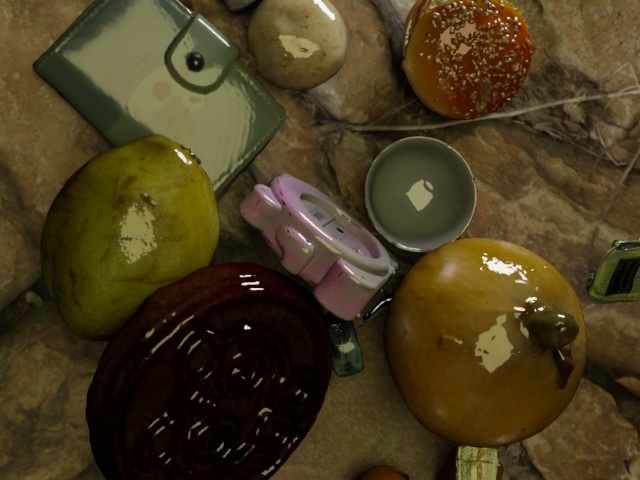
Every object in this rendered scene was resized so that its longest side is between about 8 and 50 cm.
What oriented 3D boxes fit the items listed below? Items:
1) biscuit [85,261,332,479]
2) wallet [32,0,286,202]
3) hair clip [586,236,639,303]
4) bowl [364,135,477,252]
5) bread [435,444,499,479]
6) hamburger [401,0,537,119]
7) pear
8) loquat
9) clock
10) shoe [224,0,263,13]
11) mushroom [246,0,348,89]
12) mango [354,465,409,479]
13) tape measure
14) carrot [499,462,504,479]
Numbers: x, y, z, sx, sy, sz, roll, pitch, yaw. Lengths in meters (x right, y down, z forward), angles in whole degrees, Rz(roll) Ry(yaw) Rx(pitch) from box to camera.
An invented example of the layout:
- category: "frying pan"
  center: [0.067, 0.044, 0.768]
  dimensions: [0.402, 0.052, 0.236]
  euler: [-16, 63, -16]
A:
- category: "biscuit"
  center: [-0.147, 0.228, 1.600]
  dimensions: [0.407, 0.091, 0.407]
  euler: [-21, 125, -32]
- category: "wallet"
  center: [-0.241, -0.239, 1.721]
  dimensions: [0.360, 0.083, 0.252]
  euler: [43, 86, -8]
- category: "hair clip"
  center: [0.611, 0.044, 1.873]
  dimensions: [0.322, 0.138, 0.091]
  euler: [4, 43, -10]
- category: "bowl"
  center: [0.156, -0.072, 1.788]
  dimensions: [0.189, 0.086, 0.189]
  euler: [0, 88, -10]
- category: "bread"
  center: [0.235, 0.367, 1.761]
  dimensions: [0.074, 0.139, 0.084]
  euler: [4, 83, -8]
- category: "hamburger"
  center: [0.235, -0.309, 1.784]
  dimensions: [0.237, 0.147, 0.236]
  euler: [0, 91, -10]
- category: "pear"
  center: [-0.278, -0.002, 1.606]
  dimensions: [0.269, 0.269, 0.321]
  euler: [32, 104, -8]
- category: "loquat"
  center: [0.264, 0.154, 1.666]
  dimensions: [0.329, 0.359, 0.328]
  euler: [5, 78, -25]
- category: "clock"
  center: [0.000, 0.000, 1.687]
  dimensions: [0.248, 0.227, 0.090]
  euler: [41, 108, 5]
- category: "shoe"
  center: [-0.074, -0.479, 1.756]
  dimensions: [0.245, 0.095, 0.137]
  euler: [-34, 97, -4]
- category: "mushroom"
  center: [-0.039, -0.319, 1.738]
  dimensions: [0.166, 0.127, 0.166]
  euler: [4, 74, -13]
- category: "mango"
  center: [0.099, 0.471, 1.746]
  dimensions: [0.145, 0.112, 0.219]
  euler: [1, 99, -12]
- category: "tape measure"
  center: [0.088, 0.147, 1.758]
  dimensions: [0.180, 0.104, 0.107]
  euler: [-20, 106, -16]
- category: "carrot"
  center: [0.241, 0.479, 1.804]
  dimensions: [0.043, 0.043, 0.247]
  euler: [32, 81, -8]
